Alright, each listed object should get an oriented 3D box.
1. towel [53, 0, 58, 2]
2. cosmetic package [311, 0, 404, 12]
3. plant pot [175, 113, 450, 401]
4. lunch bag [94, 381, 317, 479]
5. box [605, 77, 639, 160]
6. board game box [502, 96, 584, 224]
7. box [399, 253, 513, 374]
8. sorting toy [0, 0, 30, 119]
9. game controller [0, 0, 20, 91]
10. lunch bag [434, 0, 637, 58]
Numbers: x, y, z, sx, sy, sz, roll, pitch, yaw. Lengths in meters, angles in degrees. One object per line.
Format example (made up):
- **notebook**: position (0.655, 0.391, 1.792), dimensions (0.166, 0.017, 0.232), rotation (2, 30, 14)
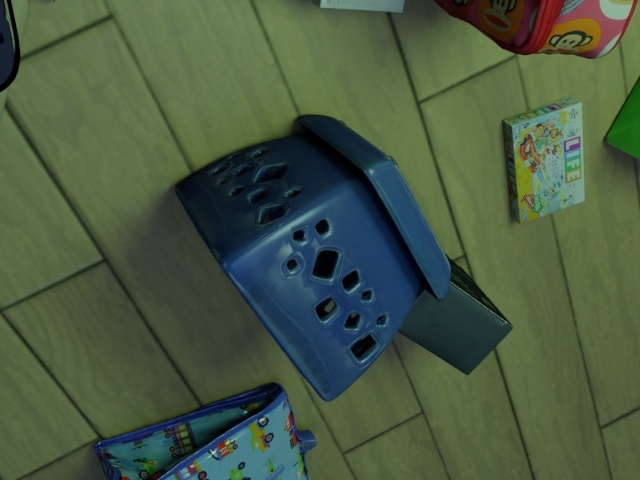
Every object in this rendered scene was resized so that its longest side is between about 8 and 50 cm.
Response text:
- **towel**: position (-0.249, -0.345, 0.727), dimensions (0.144, 0.029, 0.197), rotation (-31, 121, -1)
- **cosmetic package**: position (0.050, -0.364, 0.799), dimensions (0.099, 0.060, 0.239), rotation (-3, 119, -20)
- **plant pot**: position (0.000, 0.000, 0.890), dimensions (0.212, 0.236, 0.236), rotation (-35, 123, -5)
- **lunch bag**: position (-0.136, 0.343, 1.105), dimensions (0.293, 0.138, 0.221), rotation (-22, 121, -18)
- **box**: position (0.559, -0.198, 1.038), dimensions (0.231, 0.127, 0.262), rotation (16, 110, -24)
- **board game box**: position (0.306, -0.107, 1.055), dimensions (0.103, 0.026, 0.154), rotation (-20, 123, -8)
- **box**: position (0.143, 0.071, 1.019), dimensions (0.156, 0.158, 0.093), rotation (34, 103, -31)
- **sorting toy**: position (-0.411, -0.179, 0.754), dimensions (0.208, 0.038, 0.193), rotation (14, 112, -26)
- **game controller**: position (-0.368, -0.275, 0.664), dimensions (0.166, 0.067, 0.319), rotation (-7, 109, -5)
- **lunch bag**: position (0.197, -0.330, 0.727), dimensions (0.120, 0.293, 0.258), rotation (-3, 123, -19)
